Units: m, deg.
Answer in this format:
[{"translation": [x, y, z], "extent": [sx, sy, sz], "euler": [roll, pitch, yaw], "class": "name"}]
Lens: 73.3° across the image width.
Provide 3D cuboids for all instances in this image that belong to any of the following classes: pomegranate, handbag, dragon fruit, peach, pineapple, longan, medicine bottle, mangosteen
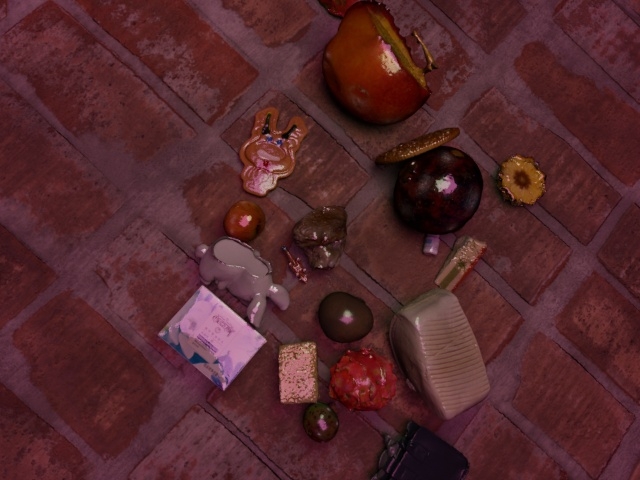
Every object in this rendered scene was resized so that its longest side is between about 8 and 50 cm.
[{"translation": [0.007, 0.583, 1.390], "extent": [0.130, 0.130, 0.130], "euler": [1, 82, -8], "class": "pomegranate"}, {"translation": [0.293, 0.777, 1.405], "extent": [0.269, 0.118, 0.326], "euler": [38, 78, -8], "class": "handbag"}, {"translation": [0.153, 0.455, 1.394], "extent": [0.268, 0.205, 0.210], "euler": [35, 57, -37], "class": "dragon fruit"}, {"translation": [0.183, -0.589, 1.490], "extent": [0.406, 0.310, 0.335], "euler": [49, 41, -10], "class": "peach"}, {"translation": [0.754, -0.223, 1.635], "extent": [0.224, 0.076, 0.225], "euler": [2, 81, -11], "class": "pineapple"}, {"translation": [0.081, 0.256, 1.427], "extent": [0.189, 0.189, 0.189], "euler": [1, 82, -8], "class": "longan"}, {"translation": [0.405, 0.007, 1.563], "extent": [0.052, 0.052, 0.089], "euler": [15, 79, -6], "class": "medicine bottle"}, {"translation": [0.426, -0.155, 1.473], "extent": [0.359, 0.306, 0.306], "euler": [24, 79, -20], "class": "mangosteen"}, {"translation": [0.062, -0.970, 1.587], "extent": [0.134, 0.211, 0.262], "euler": [-37, 83, -19], "class": "dragon fruit"}]

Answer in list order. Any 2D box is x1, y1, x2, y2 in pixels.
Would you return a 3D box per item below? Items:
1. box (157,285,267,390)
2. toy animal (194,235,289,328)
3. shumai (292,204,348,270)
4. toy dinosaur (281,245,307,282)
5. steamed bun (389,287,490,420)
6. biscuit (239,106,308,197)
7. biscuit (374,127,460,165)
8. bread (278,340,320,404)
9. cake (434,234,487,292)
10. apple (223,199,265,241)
[{"translation": [-0.340, 0.308, 1.381], "extent": [0.274, 0.116, 0.203], "euler": [41, 78, -1], "class": "box"}, {"translation": [-0.253, 0.120, 1.394], "extent": [0.208, 0.154, 0.325], "euler": [-31, 72, -39], "class": "toy animal"}, {"translation": [-0.004, 0.000, 1.480], "extent": [0.184, 0.218, 0.185], "euler": [13, 123, 5], "class": "shumai"}, {"translation": [-0.086, 0.083, 1.480], "extent": [0.049, 0.055, 0.154], "euler": [-33, 95, -8], "class": "toy dinosaur"}, {"translation": [0.373, 0.364, 1.421], "extent": [0.247, 0.236, 0.383], "euler": [-22, 92, -21], "class": "steamed bun"}, {"translation": [-0.178, -0.314, 1.531], "extent": [0.202, 0.047, 0.334], "euler": [22, 80, -5], "class": "biscuit"}, {"translation": [0.328, -0.328, 1.481], "extent": [0.305, 0.305, 0.038], "euler": [-25, 103, -11], "class": "biscuit"}, {"translation": [-0.072, 0.431, 1.409], "extent": [0.138, 0.102, 0.196], "euler": [-1, 79, -11], "class": "bread"}, {"translation": [0.506, 0.075, 1.576], "extent": [0.086, 0.117, 0.220], "euler": [31, 111, 0], "class": "cake"}, {"translation": [-0.250, -0.061, 1.436], "extent": [0.146, 0.146, 0.146], "euler": [1, 82, -8], "class": "apple"}]
